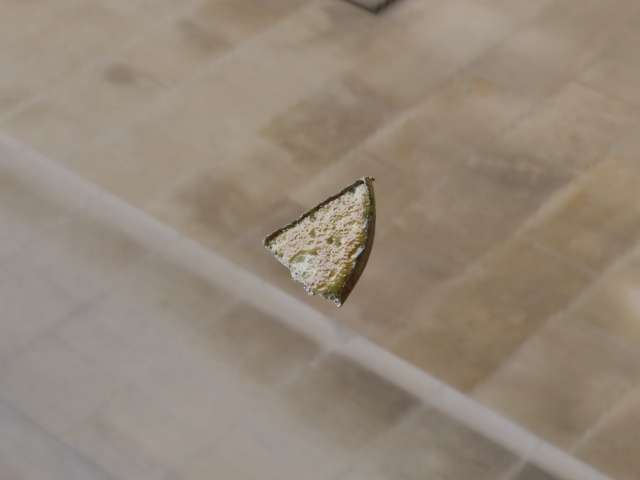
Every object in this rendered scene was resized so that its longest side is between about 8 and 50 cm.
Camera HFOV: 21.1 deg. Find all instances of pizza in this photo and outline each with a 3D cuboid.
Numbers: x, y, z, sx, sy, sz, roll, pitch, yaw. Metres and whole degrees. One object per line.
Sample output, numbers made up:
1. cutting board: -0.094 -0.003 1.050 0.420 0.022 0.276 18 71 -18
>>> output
1. pizza: 0.000 0.000 1.491 0.026 0.109 0.123 44 -125 -50
